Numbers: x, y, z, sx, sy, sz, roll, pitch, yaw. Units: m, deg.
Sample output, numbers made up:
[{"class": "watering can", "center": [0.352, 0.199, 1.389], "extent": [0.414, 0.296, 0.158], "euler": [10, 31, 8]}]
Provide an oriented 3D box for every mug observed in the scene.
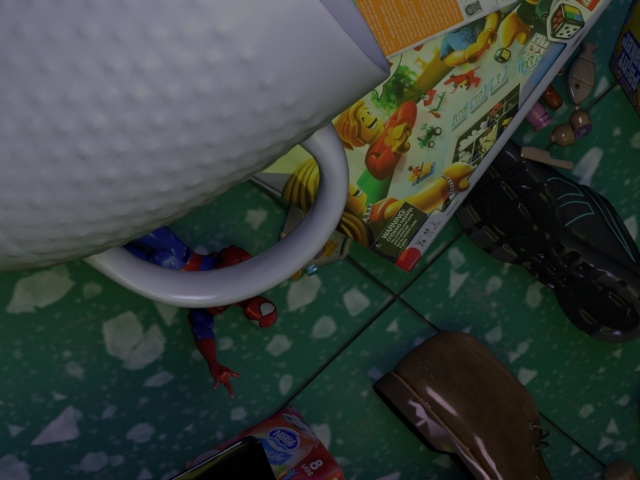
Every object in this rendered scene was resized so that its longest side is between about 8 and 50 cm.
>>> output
[{"class": "mug", "center": [-0.133, -0.102, 1.047], "extent": [0.328, 0.276, 0.374], "euler": [-34, 118, 11]}]

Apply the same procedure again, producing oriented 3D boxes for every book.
[{"class": "book", "center": [0.074, -0.208, 1.152], "extent": [0.144, 0.035, 0.096], "euler": [-23, 111, 2]}]

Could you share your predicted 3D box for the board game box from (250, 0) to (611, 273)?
[{"class": "board game box", "center": [0.083, -0.143, 1.228], "extent": [0.193, 0.053, 0.305], "euler": [30, 106, -19]}]

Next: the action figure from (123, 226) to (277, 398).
[{"class": "action figure", "center": [-0.134, 0.031, 1.227], "extent": [0.280, 0.139, 0.091], "euler": [29, 108, -35]}]

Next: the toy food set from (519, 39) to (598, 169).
[{"class": "toy food set", "center": [0.215, -0.129, 1.292], "extent": [0.077, 0.019, 0.122], "euler": [12, 78, -21]}]

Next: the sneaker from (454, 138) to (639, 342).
[{"class": "sneaker", "center": [0.217, -0.017, 1.363], "extent": [0.101, 0.106, 0.267], "euler": [-32, 111, 35]}]

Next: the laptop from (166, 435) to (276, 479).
[{"class": "laptop", "center": [-0.232, 0.360, 1.365], "extent": [0.236, 0.407, 0.382], "euler": [-52, 138, -39]}]

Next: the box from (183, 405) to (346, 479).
[{"class": "box", "center": [-0.026, 0.312, 1.437], "extent": [0.128, 0.122, 0.257], "euler": [-27, 126, -14]}]

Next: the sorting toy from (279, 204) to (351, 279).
[{"class": "sorting toy", "center": [0.000, 0.000, 1.321], "extent": [0.075, 0.045, 0.083], "euler": [-6, 124, -41]}]

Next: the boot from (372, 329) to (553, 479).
[{"class": "boot", "center": [0.197, 0.217, 1.422], "extent": [0.115, 0.112, 0.305], "euler": [-43, 91, -9]}]

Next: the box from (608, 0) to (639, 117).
[{"class": "box", "center": [0.442, -0.212, 1.227], "extent": [0.289, 0.177, 0.279], "euler": [13, 115, -9]}]

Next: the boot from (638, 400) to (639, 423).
[{"class": "boot", "center": [0.498, 0.140, 1.571], "extent": [0.220, 0.109, 0.283], "euler": [33, 97, -38]}]

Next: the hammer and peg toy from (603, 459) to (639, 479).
[{"class": "hammer and peg toy", "center": [0.317, 0.388, 1.483], "extent": [0.266, 0.361, 0.127], "euler": [-28, 112, -4]}]
